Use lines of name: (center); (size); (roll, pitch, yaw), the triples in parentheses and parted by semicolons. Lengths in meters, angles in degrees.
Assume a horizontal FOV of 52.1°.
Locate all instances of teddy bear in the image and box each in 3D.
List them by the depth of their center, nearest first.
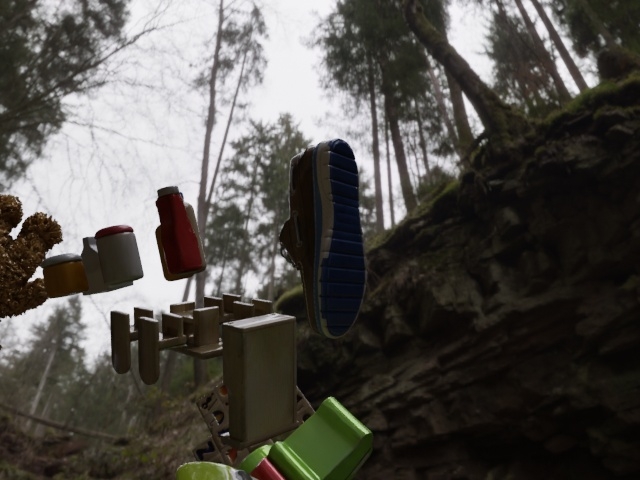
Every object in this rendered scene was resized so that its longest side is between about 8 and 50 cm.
teddy bear: (-0.641, 0.067, 1.269); (0.113, 0.338, 0.245); (-8, -53, 52)

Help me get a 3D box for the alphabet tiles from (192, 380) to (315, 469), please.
alphabet tiles: (-0.111, 0.300, 1.041); (0.198, 0.237, 0.009); (-37, -49, -7)

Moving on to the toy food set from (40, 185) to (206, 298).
toy food set: (-0.204, -0.005, 0.729); (0.111, 0.232, 0.104); (-15, -94, 26)

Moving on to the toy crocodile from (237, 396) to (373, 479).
toy crocodile: (-0.081, 0.294, 0.618); (0.340, 0.115, 0.105); (-47, -41, -3)

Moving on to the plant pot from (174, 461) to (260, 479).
plant pot: (-0.056, 0.302, 0.435); (0.228, 0.227, 0.207); (38, -82, -25)

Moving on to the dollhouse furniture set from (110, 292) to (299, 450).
dollhouse furniture set: (-0.153, 0.181, 0.957); (0.242, 0.212, 0.161); (5, -83, 44)

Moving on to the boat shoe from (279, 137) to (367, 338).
boat shoe: (0.000, 0.000, 0.611); (0.066, 0.183, 0.066); (-8, -16, 39)
